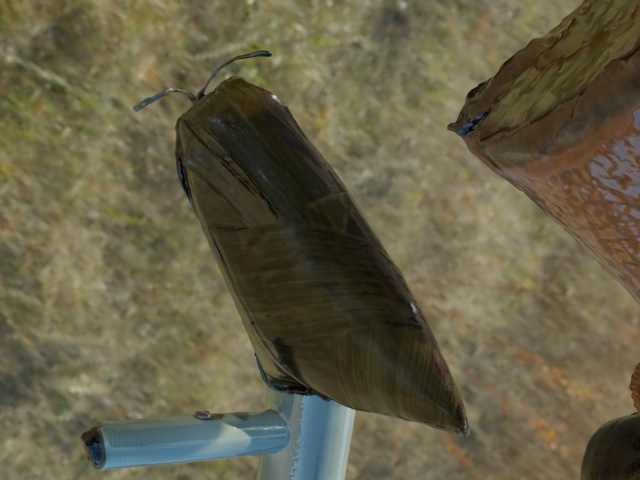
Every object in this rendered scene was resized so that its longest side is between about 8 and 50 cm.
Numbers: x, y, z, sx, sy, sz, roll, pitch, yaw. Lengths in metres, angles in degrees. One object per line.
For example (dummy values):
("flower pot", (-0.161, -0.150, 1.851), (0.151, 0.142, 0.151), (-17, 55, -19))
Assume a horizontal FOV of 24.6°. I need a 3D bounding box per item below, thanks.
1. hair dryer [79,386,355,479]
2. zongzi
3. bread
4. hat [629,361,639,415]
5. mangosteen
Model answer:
("hair dryer", (-0.074, 0.158, 1.095), (0.236, 0.073, 0.131), (1, 101, -41))
("zongzi", (0.000, 0.000, 0.969), (0.111, 0.241, 0.248), (-30, 108, -21))
("bread", (0.156, -0.064, 0.522), (0.190, 0.123, 0.244), (-50, -171, -31))
("hat", (0.330, 0.141, 1.203), (0.162, 0.112, 0.094), (-160, -100, -78))
("mangosteen", (0.336, 0.243, 1.462), (0.152, 0.152, 0.152), (-44, 157, -25))
